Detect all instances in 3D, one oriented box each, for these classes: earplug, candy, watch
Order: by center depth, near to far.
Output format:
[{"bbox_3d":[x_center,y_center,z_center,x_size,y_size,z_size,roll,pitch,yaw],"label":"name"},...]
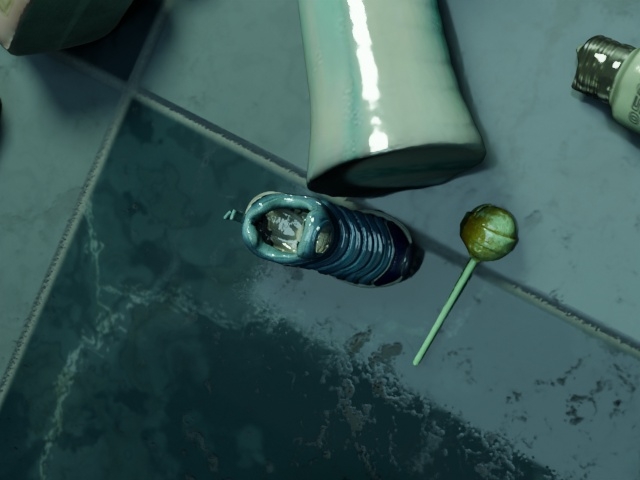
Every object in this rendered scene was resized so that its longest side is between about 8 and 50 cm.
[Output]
[{"bbox_3d":[0.050,-0.222,0.808,0.184,0.185,0.324,-13,80,17],"label":"earplug"},{"bbox_3d":[0.148,0.053,0.841,0.061,0.061,0.203,31,108,14],"label":"candy"},{"bbox_3d":[-0.341,-0.359,0.902,0.253,0.161,0.241,-31,85,48],"label":"watch"}]

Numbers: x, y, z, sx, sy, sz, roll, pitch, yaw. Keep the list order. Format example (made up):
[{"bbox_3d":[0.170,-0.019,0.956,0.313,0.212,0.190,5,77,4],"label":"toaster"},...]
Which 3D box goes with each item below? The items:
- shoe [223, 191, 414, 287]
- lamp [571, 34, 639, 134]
[{"bbox_3d":[0.000,0.000,0.850,0.207,0.106,0.092,14,97,11],"label":"shoe"},{"bbox_3d":[0.381,-0.094,0.715,0.313,0.181,0.182,13,96,37],"label":"lamp"}]
